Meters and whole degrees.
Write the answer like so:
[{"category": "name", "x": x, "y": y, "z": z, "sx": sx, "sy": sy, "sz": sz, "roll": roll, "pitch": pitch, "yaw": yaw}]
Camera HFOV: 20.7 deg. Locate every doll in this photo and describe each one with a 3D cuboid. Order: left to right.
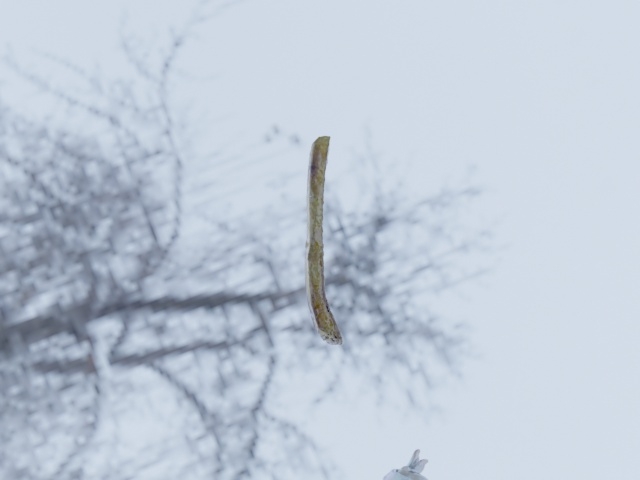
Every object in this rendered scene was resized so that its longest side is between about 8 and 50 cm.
[{"category": "doll", "x": 0.086, "y": 0.287, "z": 1.889, "sx": 0.084, "sy": 0.127, "sz": 0.073, "roll": -21, "pitch": -51, "yaw": 37}]

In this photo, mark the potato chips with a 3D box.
[{"category": "potato chips", "x": 0.000, "y": 0.000, "z": 1.697, "sx": 0.026, "sy": 0.037, "sz": 0.204, "roll": 155, "pitch": -67, "yaw": -70}]
